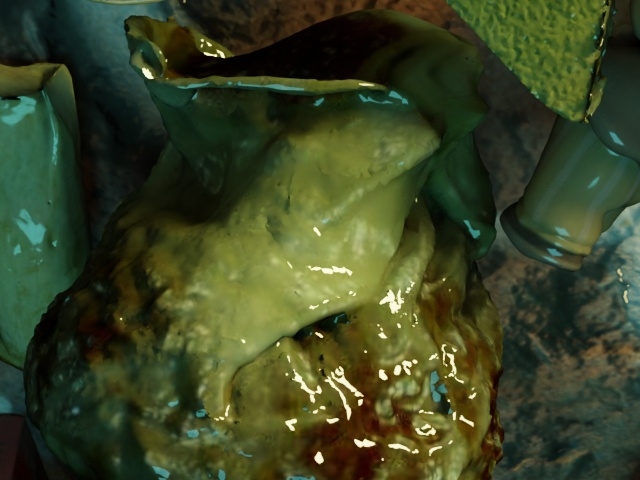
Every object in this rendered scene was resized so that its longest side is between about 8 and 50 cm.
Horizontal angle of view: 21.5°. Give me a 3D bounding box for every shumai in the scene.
[{"bbox_3d":[0.000,0.000,1.217,0.395,0.395,0.348,14,109,-9],"label":"shumai"}]

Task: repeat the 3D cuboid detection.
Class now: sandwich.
[{"bbox_3d":[0.098,-0.217,1.081,0.212,0.063,0.244,14,103,20],"label":"sandwich"}]

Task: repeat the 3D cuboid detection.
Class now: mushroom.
[{"bbox_3d":[-0.238,-0.008,1.378,0.100,0.081,0.312,-1,131,-3],"label":"mushroom"}]

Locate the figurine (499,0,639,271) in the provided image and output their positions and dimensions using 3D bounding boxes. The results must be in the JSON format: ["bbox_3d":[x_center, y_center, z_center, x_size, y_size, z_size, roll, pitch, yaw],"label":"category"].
[{"bbox_3d":[0.271,-0.126,1.127,0.248,0.203,0.380,5,138,-50],"label":"figurine"}]

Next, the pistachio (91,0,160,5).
[{"bbox_3d":[-0.114,-0.239,1.120,0.230,0.157,0.157,-9,131,8],"label":"pistachio"}]

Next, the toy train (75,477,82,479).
[{"bbox_3d":[-0.176,0.308,1.577,0.243,0.132,0.188,-49,135,-8],"label":"toy train"}]

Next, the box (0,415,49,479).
[{"bbox_3d":[-0.298,0.254,1.602,0.060,0.111,0.156,-5,134,9],"label":"box"}]
